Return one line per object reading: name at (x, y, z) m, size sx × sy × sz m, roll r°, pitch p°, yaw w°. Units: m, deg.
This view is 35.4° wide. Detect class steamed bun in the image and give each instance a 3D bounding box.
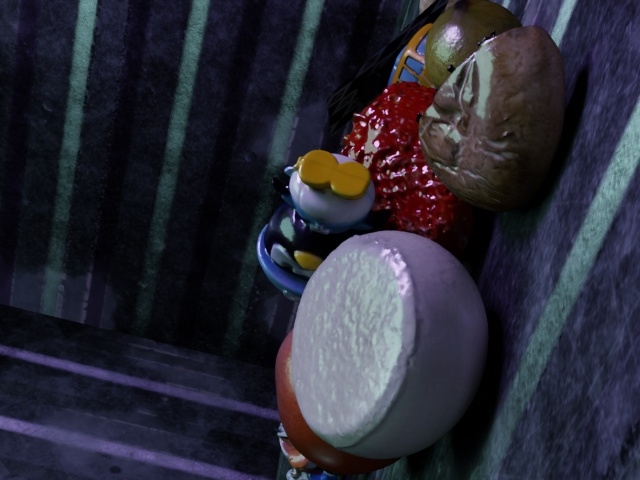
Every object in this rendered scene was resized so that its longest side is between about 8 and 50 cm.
steamed bun at (0.098, 0.130, 1.237) m, size 0.283 × 0.177 × 0.283 m, roll -29°, pitch 55°, yaw 53°

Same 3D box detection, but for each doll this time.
doll at (0.000, 0.000, 1.375) m, size 0.314 × 0.177 × 0.141 m, roll 99°, pitch -168°, yaw -57°
doll at (-0.019, 0.460, 2.110) m, size 0.215 × 0.161 × 0.257 m, roll -7°, pitch 79°, yaw 56°

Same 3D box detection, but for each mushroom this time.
mushroom at (0.210, -0.109, 1.168) m, size 0.286 × 0.156 × 0.151 m, roll 109°, pitch 146°, yaw -62°

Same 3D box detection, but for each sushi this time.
sushi at (0.136, -0.290, 1.776) m, size 0.294 × 0.059 × 0.292 m, roll -42°, pitch -7°, yaw -6°

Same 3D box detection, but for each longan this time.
longan at (0.220, -0.247, 1.386) m, size 0.145 × 0.176 × 0.155 m, roll -11°, pitch 28°, yaw 43°

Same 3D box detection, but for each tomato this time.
tomato at (0.048, 0.212, 1.469) m, size 0.256 × 0.224 × 0.256 m, roll -7°, pitch -90°, yaw -83°

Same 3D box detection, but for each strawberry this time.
strawberry at (0.143, -0.087, 1.458) m, size 0.261 × 0.257 × 0.261 m, roll -43°, pitch -33°, yaw -37°

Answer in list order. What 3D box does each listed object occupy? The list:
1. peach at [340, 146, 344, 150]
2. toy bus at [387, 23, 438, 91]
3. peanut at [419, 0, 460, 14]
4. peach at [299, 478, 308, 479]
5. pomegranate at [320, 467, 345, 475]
peach at (0.164, -0.232, 1.863) m, size 0.279 × 0.068 × 0.189 m, roll -38°, pitch 0°, yaw 5°
toy bus at (0.182, -0.251, 1.643) m, size 0.126 × 0.136 × 0.209 m, roll -53°, pitch -11°, yaw -34°
peanut at (0.243, -0.481, 1.820) m, size 0.257 × 0.123 × 0.124 m, roll 90°, pitch -170°, yaw -59°
peach at (-0.008, 0.535, 1.587) m, size 0.154 × 0.158 × 0.267 m, roll -60°, pitch -10°, yaw -61°
pomegranate at (0.043, 0.336, 1.864) m, size 0.191 × 0.131 × 0.152 m, roll -69°, pitch -6°, yaw -47°
